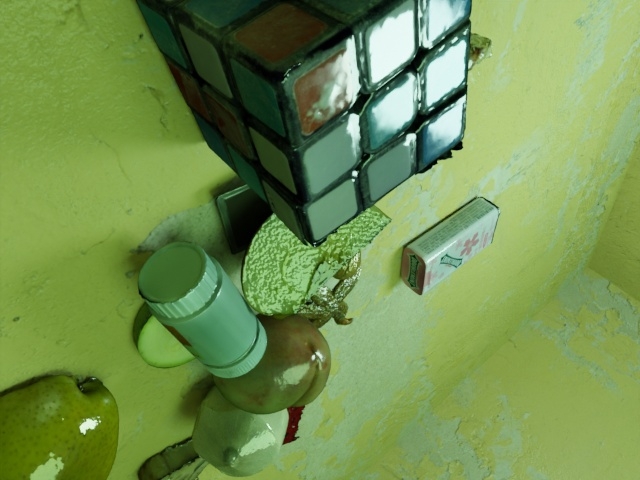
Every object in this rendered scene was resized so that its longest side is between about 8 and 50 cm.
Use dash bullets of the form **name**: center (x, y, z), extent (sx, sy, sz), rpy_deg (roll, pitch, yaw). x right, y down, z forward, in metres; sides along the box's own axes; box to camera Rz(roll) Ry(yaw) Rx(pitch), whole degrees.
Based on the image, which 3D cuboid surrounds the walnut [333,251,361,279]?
- **walnut**: center (0.057, 0.042, 1.528), extent (0.105, 0.105, 0.125), rpy_deg (13, 96, -54)

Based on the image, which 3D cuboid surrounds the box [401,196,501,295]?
- **box**: center (0.437, 0.012, 1.942), extent (0.369, 0.112, 0.190), rpy_deg (-33, 145, -26)

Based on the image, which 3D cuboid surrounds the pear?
- **pear**: center (-0.571, 0.469, 1.164), extent (0.386, 0.191, 0.340), rpy_deg (-49, 147, 2)

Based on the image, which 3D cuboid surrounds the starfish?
- **starfish**: center (0.008, 0.170, 1.618), extent (0.327, 0.094, 0.375), rpy_deg (-42, 142, -5)

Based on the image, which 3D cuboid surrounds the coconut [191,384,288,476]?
- **coconut**: center (-0.217, 0.492, 1.535), extent (0.245, 0.244, 0.247), rpy_deg (-59, 180, 17)

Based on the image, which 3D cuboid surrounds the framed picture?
- **framed picture**: center (-0.094, -0.081, 1.245), extent (0.252, 0.014, 0.197), rpy_deg (-26, 147, -15)

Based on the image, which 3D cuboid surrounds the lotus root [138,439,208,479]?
- **lotus root**: center (-0.396, 0.647, 1.668), extent (0.260, 0.074, 0.170), rpy_deg (-11, 134, -45)

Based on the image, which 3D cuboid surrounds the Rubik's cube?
- **Rubik's cube**: center (-0.007, -0.273, 0.891), extent (0.362, 0.363, 0.359), rpy_deg (-38, 148, -13)

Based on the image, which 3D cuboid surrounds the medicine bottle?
- **medicine bottle**: center (-0.232, 0.145, 1.175), extent (0.158, 0.158, 0.318), rpy_deg (-39, 143, -13)

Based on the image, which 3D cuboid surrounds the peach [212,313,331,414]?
- **peach**: center (-0.114, 0.292, 1.425), extent (0.292, 0.248, 0.292), rpy_deg (-15, 159, -6)

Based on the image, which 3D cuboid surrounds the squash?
- **squash**: center (-0.305, 0.178, 1.308), extent (0.252, 0.049, 0.252), rpy_deg (-28, 142, -24)

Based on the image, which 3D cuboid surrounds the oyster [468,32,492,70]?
- **oyster**: center (0.256, -0.375, 1.329), extent (0.271, 0.100, 0.275), rpy_deg (-47, 156, 27)

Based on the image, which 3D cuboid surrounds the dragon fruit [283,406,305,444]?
- **dragon fruit**: center (-0.171, 0.540, 1.789), extent (0.282, 0.100, 0.344), rpy_deg (-17, 134, -40)

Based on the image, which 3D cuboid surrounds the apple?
- **apple**: center (-0.025, 0.015, 1.256), extent (0.346, 0.179, 0.254), rpy_deg (-42, 160, -4)
